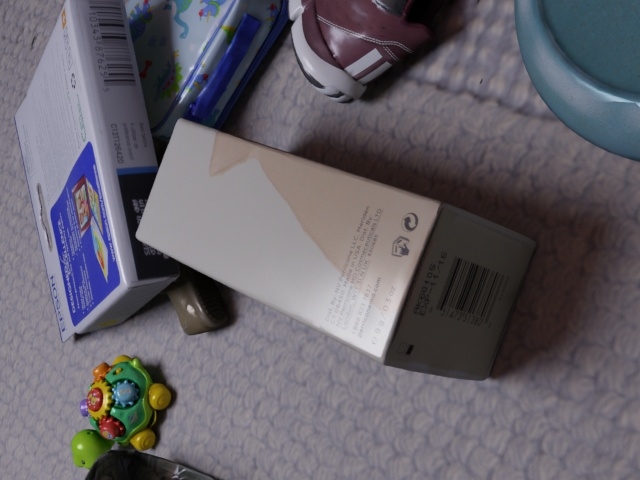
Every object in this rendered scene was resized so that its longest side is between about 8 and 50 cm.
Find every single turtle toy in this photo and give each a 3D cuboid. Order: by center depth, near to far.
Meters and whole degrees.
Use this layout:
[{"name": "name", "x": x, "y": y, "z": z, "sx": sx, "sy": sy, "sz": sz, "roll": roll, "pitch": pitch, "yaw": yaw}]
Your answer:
[{"name": "turtle toy", "x": -0.221, "y": 0.184, "z": 0.945, "sx": 0.095, "sy": 0.066, "sz": 0.130, "roll": 27, "pitch": 98, "yaw": 42}]

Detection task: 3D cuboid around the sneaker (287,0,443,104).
[{"name": "sneaker", "x": 0.039, "y": -0.277, "z": 0.815, "sx": 0.163, "sy": 0.106, "sz": 0.281, "roll": -24, "pitch": 73, "yaw": 28}]

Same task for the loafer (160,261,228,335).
[{"name": "loafer", "x": -0.145, "y": 0.036, "z": 0.920, "sx": 0.050, "sy": 0.056, "sz": 0.148, "roll": -39, "pitch": 56, "yaw": 21}]

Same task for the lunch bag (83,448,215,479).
[{"name": "lunch bag", "x": -0.148, "y": 0.336, "z": 0.781, "sx": 0.287, "sy": 0.169, "sz": 0.235, "roll": 10, "pitch": 90, "yaw": 50}]

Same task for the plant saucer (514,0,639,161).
[{"name": "plant saucer", "x": 0.270, "y": -0.210, "z": 0.621, "sx": 0.318, "sy": 0.044, "sz": 0.317, "roll": -11, "pitch": 74, "yaw": 39}]

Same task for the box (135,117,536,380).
[{"name": "box", "x": 0.000, "y": 0.000, "z": 0.741, "sx": 0.311, "sy": 0.148, "sz": 0.121, "roll": 22, "pitch": 94, "yaw": 41}]

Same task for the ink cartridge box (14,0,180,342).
[{"name": "ink cartridge box", "x": -0.254, "y": -0.063, "z": 0.972, "sx": 0.307, "sy": 0.072, "sz": 0.303, "roll": -32, "pitch": 71, "yaw": 61}]

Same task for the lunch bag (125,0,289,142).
[{"name": "lunch bag", "x": -0.136, "y": -0.217, "z": 0.950, "sx": 0.176, "sy": 0.090, "sz": 0.219, "roll": 46, "pitch": 110, "yaw": 39}]
